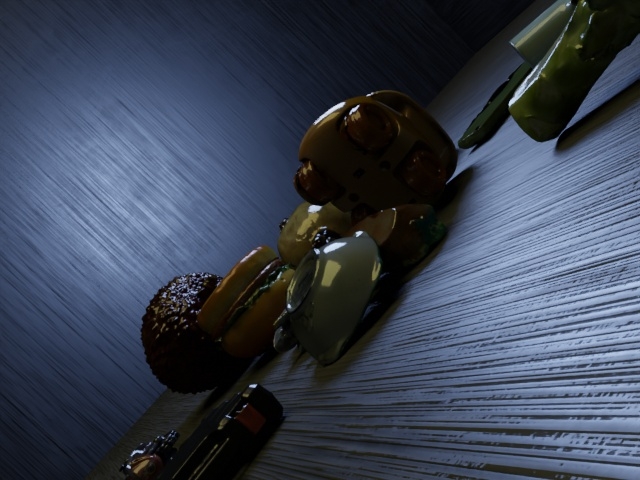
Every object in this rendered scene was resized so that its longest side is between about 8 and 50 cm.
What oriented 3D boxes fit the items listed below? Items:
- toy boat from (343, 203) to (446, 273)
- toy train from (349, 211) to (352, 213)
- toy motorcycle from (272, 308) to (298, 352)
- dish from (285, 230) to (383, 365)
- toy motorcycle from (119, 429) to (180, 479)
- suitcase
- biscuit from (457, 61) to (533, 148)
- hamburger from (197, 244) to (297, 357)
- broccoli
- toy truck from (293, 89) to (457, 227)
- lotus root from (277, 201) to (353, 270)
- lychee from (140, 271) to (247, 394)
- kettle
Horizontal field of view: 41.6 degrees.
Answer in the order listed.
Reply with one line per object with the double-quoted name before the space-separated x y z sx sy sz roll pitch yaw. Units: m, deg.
"toy boat" 0.086 0.017 1.340 0.293 0.099 0.108 -37 36 61
"toy train" 0.055 -0.060 2.108 0.326 0.129 0.159 -48 10 -32
"toy motorcycle" -0.026 0.129 1.498 0.152 0.073 0.225 -45 3 31
"dish" -0.002 0.079 1.244 0.246 0.078 0.224 -45 27 51
"toy motorcycle" -0.329 0.434 1.526 0.212 0.084 0.118 -53 3 21
"suitcase" -0.180 0.330 1.152 0.285 0.066 0.206 -49 4 -35
"biscuit" 0.383 -0.295 1.721 0.322 0.038 0.099 -48 8 -31
"hamburger" -0.128 0.139 1.742 0.246 0.170 0.246 -48 -8 -9
"broccoli" 0.335 -0.267 0.988 0.361 0.221 0.252 -56 -7 26
"toy truck" 0.106 -0.138 1.509 0.204 0.288 0.211 -45 16 34
"lotus root" 0.000 0.000 1.825 0.183 0.183 0.310 -47 8 -5
"lychee" -0.281 0.209 1.937 0.275 0.276 0.304 -55 -20 -64
"kettle" 0.461 -0.394 1.638 0.148 0.127 0.098 -42 37 15
